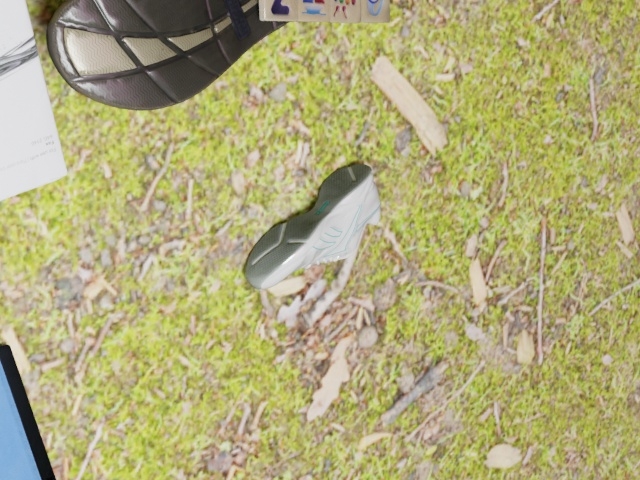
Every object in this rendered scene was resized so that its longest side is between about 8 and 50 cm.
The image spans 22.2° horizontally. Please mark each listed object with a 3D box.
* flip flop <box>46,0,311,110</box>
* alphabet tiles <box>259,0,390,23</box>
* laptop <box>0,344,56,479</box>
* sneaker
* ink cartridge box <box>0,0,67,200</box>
[{"bbox_3d":[-0.109,-0.183,1.280,0.277,0.080,0.112,-39,119,-41],"label":"flip flop"},{"bbox_3d":[-0.023,-0.274,1.305,0.237,0.009,0.198,-7,98,-48],"label":"alphabet tiles"},{"bbox_3d":[-0.283,0.176,1.127,0.136,0.234,0.264,-24,163,2],"label":"laptop"},{"bbox_3d":[0.000,0.000,1.423,0.152,0.054,0.061,-41,126,-22],"label":"sneaker"},{"bbox_3d":[-0.259,-0.131,1.131,0.082,0.139,0.190,-24,116,-32],"label":"ink cartridge box"}]
